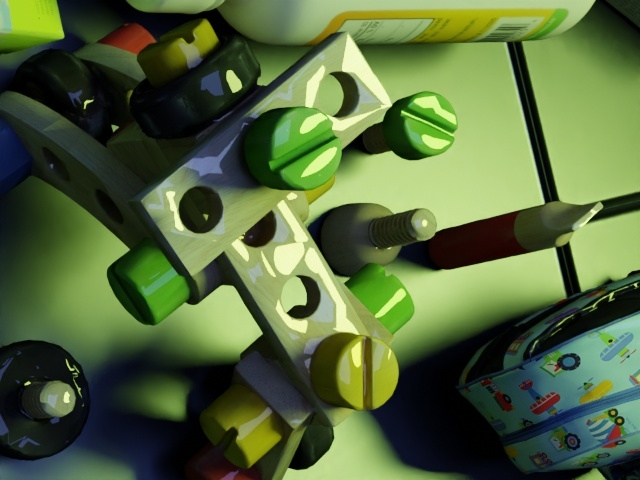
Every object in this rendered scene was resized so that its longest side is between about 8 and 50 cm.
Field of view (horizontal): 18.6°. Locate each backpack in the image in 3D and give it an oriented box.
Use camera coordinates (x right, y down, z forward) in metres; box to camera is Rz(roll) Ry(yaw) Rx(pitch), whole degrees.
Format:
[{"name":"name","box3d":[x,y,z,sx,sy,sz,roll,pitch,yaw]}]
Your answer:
[{"name":"backpack","box3d":[0.169,0.077,1.047,0.173,0.158,0.117,-19,85,-27]}]

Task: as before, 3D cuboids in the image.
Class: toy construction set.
[{"name":"toy construction set","box3d":[0.000,0.000,0.917,0.309,0.237,0.257,-12,89,-30]}]

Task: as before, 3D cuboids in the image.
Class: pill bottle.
[{"name":"pill bottle","box3d":[0.019,-0.170,1.009,0.246,0.136,0.136,-4,85,-30]}]

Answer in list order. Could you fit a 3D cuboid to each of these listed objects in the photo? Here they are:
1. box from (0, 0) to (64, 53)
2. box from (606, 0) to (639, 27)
[{"name":"box","box3d":[-0.187,-0.144,0.891,0.178,0.042,0.109,-9,86,-68]},{"name":"box","box3d":[0.252,-0.222,1.164,0.114,0.103,0.203,35,68,-21]}]
